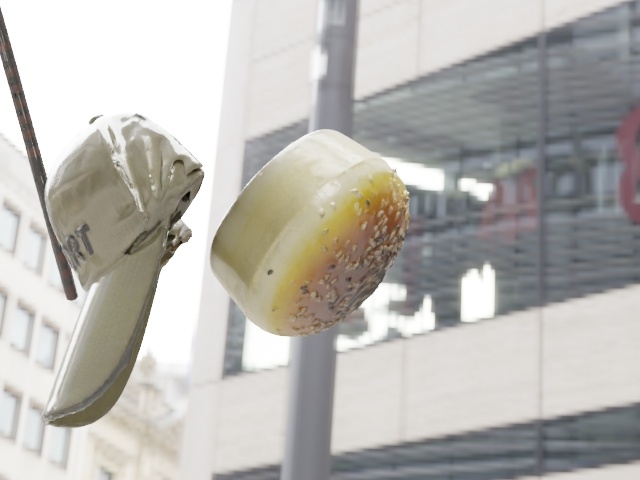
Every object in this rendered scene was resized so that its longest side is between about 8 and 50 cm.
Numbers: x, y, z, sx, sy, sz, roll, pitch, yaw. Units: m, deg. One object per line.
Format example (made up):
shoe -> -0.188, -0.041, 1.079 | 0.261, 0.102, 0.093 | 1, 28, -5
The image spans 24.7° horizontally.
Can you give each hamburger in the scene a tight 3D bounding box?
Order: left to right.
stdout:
hamburger -> 0.000, 0.000, 0.866 | 0.081, 0.126, 0.141 | 41, -3, 15

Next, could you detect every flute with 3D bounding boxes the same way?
flute -> -0.243, -0.079, 1.227 | 0.014, 0.270, 0.014 | -14, 4, 1

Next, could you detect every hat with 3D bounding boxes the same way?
hat -> -0.125, 0.014, 0.791 | 0.085, 0.175, 0.147 | 23, -21, -3
